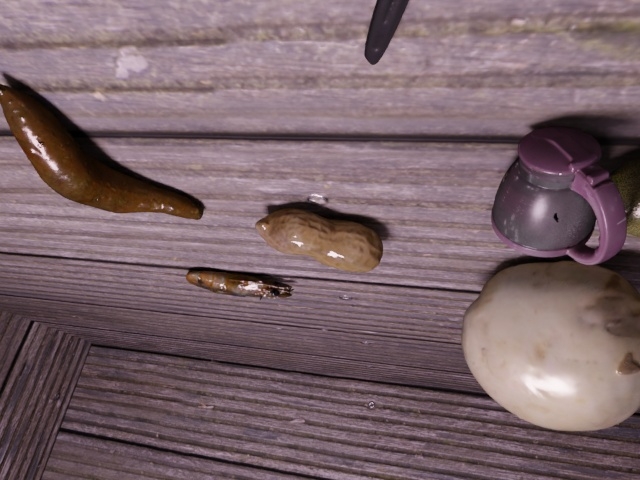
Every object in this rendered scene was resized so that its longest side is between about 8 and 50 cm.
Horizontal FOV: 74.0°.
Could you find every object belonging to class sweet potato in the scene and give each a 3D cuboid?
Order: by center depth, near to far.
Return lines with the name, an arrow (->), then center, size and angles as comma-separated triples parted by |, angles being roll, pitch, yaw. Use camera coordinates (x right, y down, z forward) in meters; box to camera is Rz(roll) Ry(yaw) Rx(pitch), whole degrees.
sweet potato -> -0.339, -0.095, 0.659 | 0.109, 0.079, 0.346 | -21, 147, 27

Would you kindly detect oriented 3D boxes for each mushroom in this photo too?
mushroom -> 0.449, 0.180, 0.785 | 0.336, 0.314, 0.315 | 3, 164, -41

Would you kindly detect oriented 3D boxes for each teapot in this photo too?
teapot -> 0.263, -0.048, 0.484 | 0.116, 0.148, 0.146 | -2, 140, 15

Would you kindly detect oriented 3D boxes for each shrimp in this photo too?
shrimp -> -0.207, 0.126, 1.113 | 0.296, 0.058, 0.169 | 8, 162, 10

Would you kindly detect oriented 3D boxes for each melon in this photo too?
melon -> 0.404, -0.047, 0.476 | 0.162, 0.099, 0.099 | 2, 154, 3

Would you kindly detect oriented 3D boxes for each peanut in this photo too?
peanut -> 0.000, -0.001, 0.730 | 0.228, 0.085, 0.104 | 16, 165, -9

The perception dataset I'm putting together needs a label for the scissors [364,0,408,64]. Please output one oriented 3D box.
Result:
scissors -> 0.069, -0.221, 0.324 | 0.088, 0.017, 0.220 | 12, 155, -6
